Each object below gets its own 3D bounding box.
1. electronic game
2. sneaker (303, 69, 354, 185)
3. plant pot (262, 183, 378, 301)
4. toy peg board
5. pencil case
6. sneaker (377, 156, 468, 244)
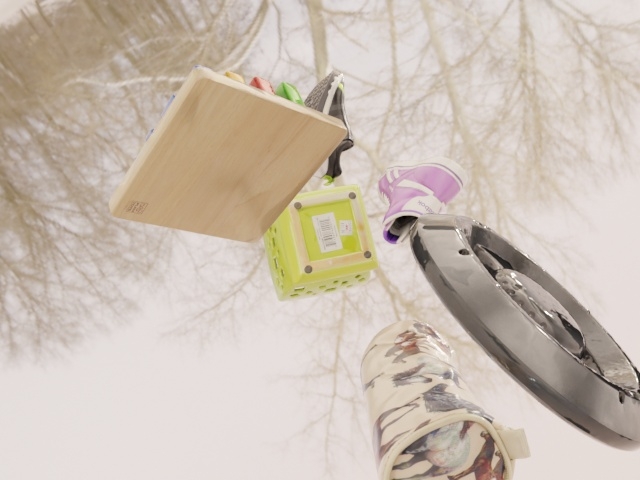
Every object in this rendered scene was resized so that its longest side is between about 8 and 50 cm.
[{"bbox_3d":[0.159,0.061,0.517,0.048,0.229,0.229,-50,-161,20],"label":"electronic game"},{"bbox_3d":[0.016,-0.197,1.219,0.084,0.097,0.234,-27,-139,49],"label":"sneaker"},{"bbox_3d":[0.000,0.000,1.531,0.227,0.228,0.207,-11,171,-13],"label":"plant pot"},{"bbox_3d":[-0.092,-0.088,0.624,0.161,0.160,0.079,-48,-131,30],"label":"toy peg board"},{"bbox_3d":[0.156,0.244,0.992,0.183,0.160,0.410,-10,-169,1],"label":"pencil case"},{"bbox_3d":[0.146,-0.066,1.279,0.161,0.102,0.282,-53,-170,-12],"label":"sneaker"}]
